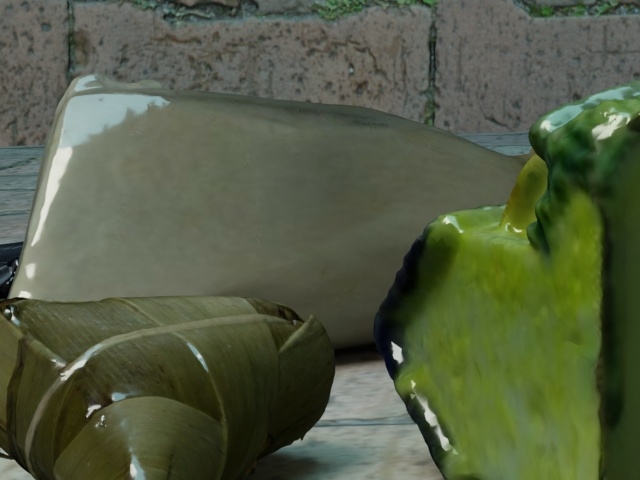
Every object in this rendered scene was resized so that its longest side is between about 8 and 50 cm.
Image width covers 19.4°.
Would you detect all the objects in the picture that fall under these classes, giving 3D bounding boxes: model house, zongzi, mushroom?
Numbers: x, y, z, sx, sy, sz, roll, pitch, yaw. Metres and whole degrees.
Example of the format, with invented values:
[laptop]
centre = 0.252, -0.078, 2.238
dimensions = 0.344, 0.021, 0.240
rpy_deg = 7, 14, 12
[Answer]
[model house]
centre = 0.142, 0.016, 0.748
dimensions = 0.194, 0.170, 0.211
rpy_deg = -7, 8, -21
[zongzi]
centre = -0.039, 0.073, 0.729
dimensions = 0.160, 0.078, 0.176
rpy_deg = -6, 18, -31
[mushroom]
centre = -0.005, -0.007, 1.068
dimensions = 0.407, 0.154, 0.137
rpy_deg = -3, -36, -28

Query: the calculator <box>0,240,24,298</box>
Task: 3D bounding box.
[calculator]
centre = -0.275, 0.024, 1.372
dimensions = 0.166, 0.028, 0.274
rpy_deg = -4, 5, 5
